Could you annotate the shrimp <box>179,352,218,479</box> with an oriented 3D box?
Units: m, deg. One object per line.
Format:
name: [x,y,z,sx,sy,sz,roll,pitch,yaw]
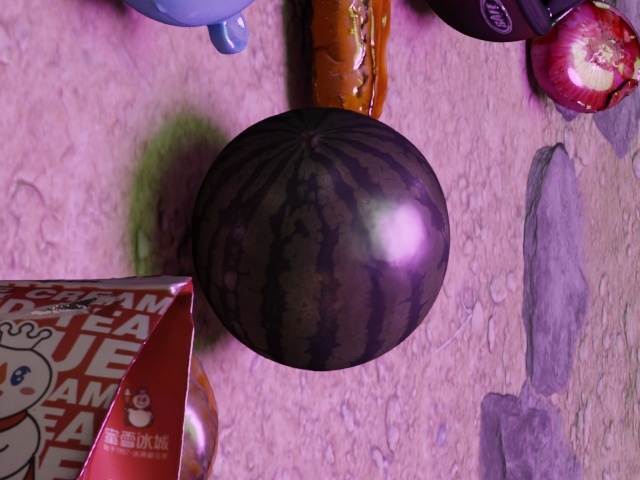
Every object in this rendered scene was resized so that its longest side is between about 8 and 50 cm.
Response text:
shrimp: [-0.137,0.159,1.191,0.254,0.059,0.145,-48,128,-53]

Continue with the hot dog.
hot dog: [0.028,-0.216,1.483,0.115,0.072,0.268,71,22,-82]

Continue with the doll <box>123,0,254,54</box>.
doll: [-0.106,-0.282,1.174,0.177,0.141,0.314,-44,125,-50]

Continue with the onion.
onion: [0.318,-0.221,2.045,0.150,0.140,0.150,4,78,-19]

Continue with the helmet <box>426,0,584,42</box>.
helmet: [0.187,-0.304,1.676,0.189,0.193,0.216,54,32,-44]

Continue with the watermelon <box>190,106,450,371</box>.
watermelon: [0.000,0.000,1.301,0.212,0.212,0.212,3,87,-62]

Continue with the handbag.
handbag: [-0.174,0.149,0.995,0.151,0.171,0.298,59,40,-49]
